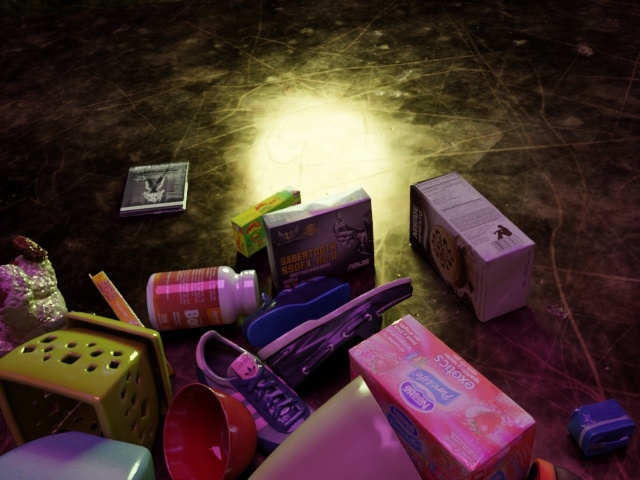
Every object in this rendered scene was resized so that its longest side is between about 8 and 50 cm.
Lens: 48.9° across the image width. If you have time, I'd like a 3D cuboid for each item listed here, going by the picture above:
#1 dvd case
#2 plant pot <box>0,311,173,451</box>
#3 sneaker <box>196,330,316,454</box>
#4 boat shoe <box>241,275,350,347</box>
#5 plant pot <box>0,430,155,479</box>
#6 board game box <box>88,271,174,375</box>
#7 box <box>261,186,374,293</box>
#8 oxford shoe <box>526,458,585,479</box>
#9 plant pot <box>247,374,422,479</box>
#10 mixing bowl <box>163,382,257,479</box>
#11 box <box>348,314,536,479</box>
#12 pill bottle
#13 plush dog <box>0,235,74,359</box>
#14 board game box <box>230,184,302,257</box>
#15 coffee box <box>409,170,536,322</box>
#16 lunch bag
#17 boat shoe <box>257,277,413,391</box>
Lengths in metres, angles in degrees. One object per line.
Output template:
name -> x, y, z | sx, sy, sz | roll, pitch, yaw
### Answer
dvd case -> -0.437, -0.140, 1.874 | 0.164, 0.018, 0.221 | -6, 38, -2
plant pot -> -0.389, 0.261, 1.218 | 0.227, 0.228, 0.207 | 10, 36, 20
sneaker -> -0.110, 0.271, 1.234 | 0.319, 0.131, 0.112 | 25, 48, 32
boat shoe -> -0.056, 0.145, 1.427 | 0.258, 0.109, 0.089 | -15, 30, -37
plant pot -> -0.360, 0.420, 1.011 | 0.247, 0.248, 0.252 | 7, 28, 16
board game box -> -0.382, 0.162, 1.408 | 0.039, 0.124, 0.259 | -37, 47, -18
box -> 0.000, 0.000, 1.513 | 0.231, 0.183, 0.056 | -16, 40, -14
oxford shoe -> 0.354, 0.428, 0.997 | 0.098, 0.097, 0.271 | 14, 35, 4
plant pot -> 0.008, 0.379, 1.028 | 0.274, 0.256, 0.256 | -31, 42, -3
mixing bowl -> -0.170, 0.327, 1.168 | 0.098, 0.181, 0.181 | 9, 22, -45
box -> 0.191, 0.283, 1.163 | 0.142, 0.154, 0.300 | -27, 44, -24
pill bottle -> -0.237, 0.117, 1.448 | 0.216, 0.121, 0.121 | -6, 39, 0
plush dog -> -0.596, 0.121, 1.446 | 0.210, 0.262, 0.225 | 11, 39, -35
board game box -> -0.122, -0.047, 1.659 | 0.181, 0.092, 0.043 | -34, 45, -30
coffee box -> 0.307, 0.005, 1.480 | 0.118, 0.168, 0.297 | -18, 40, -15
lunch bag -> 0.467, 0.311, 1.158 | 0.098, 0.067, 0.065 | -12, 40, -9
boat shoe -> 0.053, 0.181, 1.346 | 0.340, 0.127, 0.113 | -24, 77, -27
